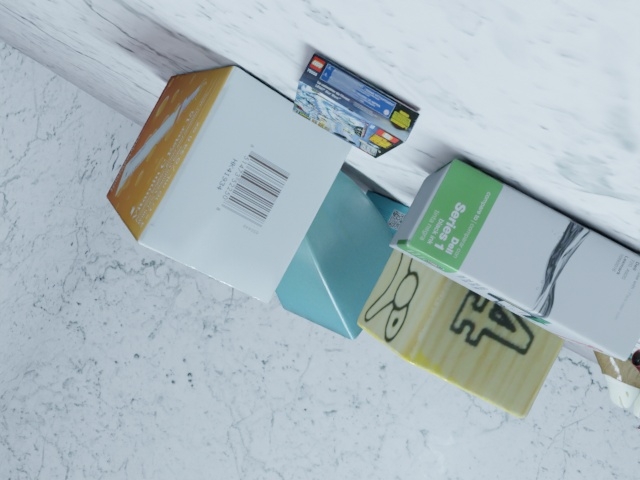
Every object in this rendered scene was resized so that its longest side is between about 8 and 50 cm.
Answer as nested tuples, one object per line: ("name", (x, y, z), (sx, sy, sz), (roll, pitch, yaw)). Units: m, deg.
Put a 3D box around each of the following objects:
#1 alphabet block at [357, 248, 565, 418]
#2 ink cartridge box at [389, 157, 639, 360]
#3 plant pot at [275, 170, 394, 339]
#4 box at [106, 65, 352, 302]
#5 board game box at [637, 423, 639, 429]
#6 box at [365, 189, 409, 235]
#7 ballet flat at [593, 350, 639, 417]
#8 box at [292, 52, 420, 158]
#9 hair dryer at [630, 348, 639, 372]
("alphabet block", (0.193, 0.081, 0.852), (0.193, 0.197, 0.192), (28, 180, -15))
("ink cartridge box", (0.190, 0.018, 0.631), (0.219, 0.093, 0.160), (29, 180, 1))
("plant pot", (0.000, 0.000, 1.012), (0.165, 0.166, 0.234), (19, 149, 41))
("box", (-0.141, -0.088, 0.855), (0.168, 0.215, 0.345), (29, 179, -26))
("board game box", (0.745, 0.353, 1.260), (0.193, 0.147, 0.045), (28, 179, 37))
("box", (0.151, -0.013, 1.166), (0.100, 0.060, 0.244), (27, 179, 26))
("ballet flat", (0.778, 0.363, 1.573), (0.342, 0.124, 0.116), (29, 179, -16))
("box", (0.024, -0.109, 0.553), (0.093, 0.027, 0.137), (30, 179, -5))
("hair dryer", (0.675, 0.256, 1.097), (0.293, 0.080, 0.224), (22, 161, 23))
